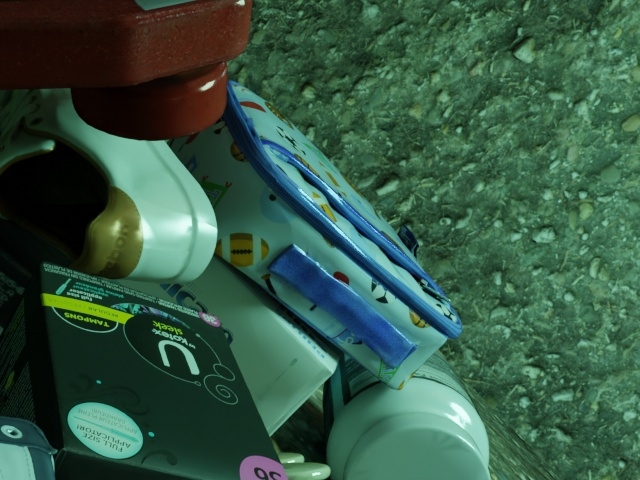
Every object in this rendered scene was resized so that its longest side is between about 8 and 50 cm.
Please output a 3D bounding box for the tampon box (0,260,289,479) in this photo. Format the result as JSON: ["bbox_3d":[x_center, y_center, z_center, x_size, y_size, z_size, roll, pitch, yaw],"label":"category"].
[{"bbox_3d":[-0.107,0.106,0.432,0.120,0.101,0.161,22,17,-32],"label":"tampon box"}]

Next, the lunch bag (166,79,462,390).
[{"bbox_3d":[0.000,0.000,0.765,0.303,0.115,0.243,39,11,-32],"label":"lunch bag"}]

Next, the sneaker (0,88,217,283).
[{"bbox_3d":[-0.195,-0.082,0.592,0.123,0.106,0.290,-1,38,-51],"label":"sneaker"}]

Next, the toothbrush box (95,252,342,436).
[{"bbox_3d":[-0.089,0.069,0.813,0.216,0.126,0.295,44,5,2],"label":"toothbrush box"}]

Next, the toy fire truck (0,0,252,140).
[{"bbox_3d":[-0.199,-0.156,0.479,0.302,0.254,0.169,36,-44,33],"label":"toy fire truck"}]

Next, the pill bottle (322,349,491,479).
[{"bbox_3d":[0.084,0.202,0.860,0.162,0.162,0.278,43,6,-8],"label":"pill bottle"}]

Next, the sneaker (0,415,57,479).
[{"bbox_3d":[-0.200,0.056,0.284,0.282,0.099,0.153,52,13,14],"label":"sneaker"}]

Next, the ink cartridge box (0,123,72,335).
[{"bbox_3d":[-0.302,-0.092,0.653,0.303,0.072,0.307,40,16,-16],"label":"ink cartridge box"}]

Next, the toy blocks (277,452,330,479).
[{"bbox_3d":[-0.025,0.203,0.476,0.054,0.148,0.123,-1,-10,-13],"label":"toy blocks"}]
